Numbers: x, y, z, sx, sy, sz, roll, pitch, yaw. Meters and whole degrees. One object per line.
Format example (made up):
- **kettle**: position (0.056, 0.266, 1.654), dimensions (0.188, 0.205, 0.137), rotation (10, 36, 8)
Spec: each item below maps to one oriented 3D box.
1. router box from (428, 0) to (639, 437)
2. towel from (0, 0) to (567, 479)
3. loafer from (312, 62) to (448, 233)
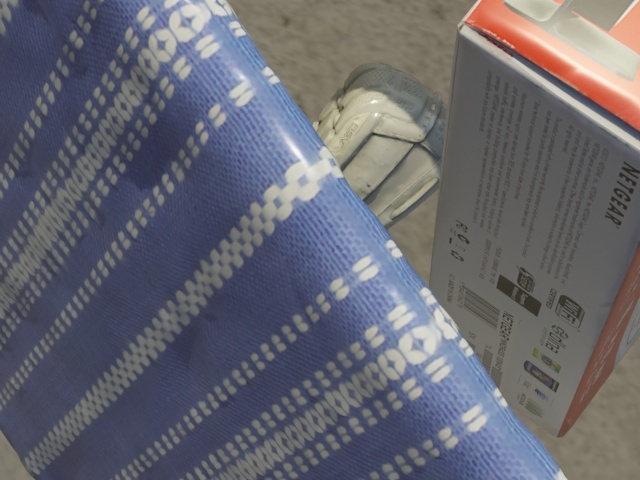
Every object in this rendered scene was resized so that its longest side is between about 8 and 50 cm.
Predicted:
- **router box**: position (0.164, -0.098, 0.733), dimensions (0.082, 0.335, 0.301), rotation (35, 75, 13)
- **towel**: position (-0.049, 0.002, 0.441), dimensions (0.040, 0.243, 0.336), rotation (-33, 84, -27)
- **loafer**: position (0.000, 0.000, 1.383), dimensions (0.111, 0.112, 0.319), rotation (30, 133, -13)
